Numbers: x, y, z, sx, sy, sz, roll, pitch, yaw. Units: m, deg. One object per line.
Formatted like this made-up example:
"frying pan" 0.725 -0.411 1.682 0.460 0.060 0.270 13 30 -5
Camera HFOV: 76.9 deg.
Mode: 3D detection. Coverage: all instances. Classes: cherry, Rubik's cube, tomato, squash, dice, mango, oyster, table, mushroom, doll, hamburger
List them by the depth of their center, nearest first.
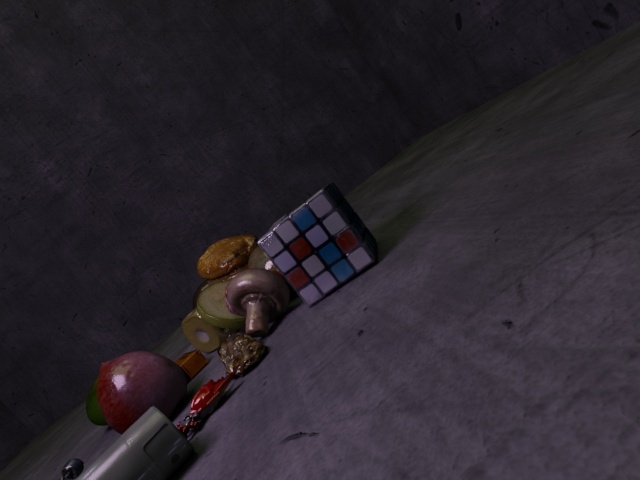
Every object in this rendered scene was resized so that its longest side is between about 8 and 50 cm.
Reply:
"table" -0.365 0.442 0.760 0.220 0.126 0.126 -42 9 -36
"doll" -0.282 0.388 0.959 0.109 0.057 0.169 -29 11 39
"cherry" -0.511 0.422 1.155 0.206 0.239 0.239 -23 14 32
"oyster" -0.251 0.327 1.174 0.129 0.078 0.345 -50 15 -22
"Rubik's cube" 0.001 0.000 1.240 0.253 0.256 0.259 -36 7 13
"mushroom" -0.205 0.196 1.281 0.209 0.206 0.206 -63 17 -20
"dice" -0.281 0.198 1.414 0.091 0.094 0.093 -5 23 -26
"tomato" -0.146 0.087 1.493 0.270 0.223 0.270 -35 6 4
"squash" -0.329 0.229 1.493 0.252 0.251 0.049 -50 -25 -58
"mango" -0.766 0.576 1.542 0.382 0.201 0.225 -45 25 31
"dice" -0.420 0.319 1.581 0.169 0.166 0.169 -32 10 33
"hamburger" -0.365 0.086 1.729 0.314 0.170 0.290 -10 34 38

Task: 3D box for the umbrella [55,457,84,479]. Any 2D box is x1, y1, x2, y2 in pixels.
"umbrella" -0.647 0.654 0.899 0.143 0.094 0.349 -17 18 10

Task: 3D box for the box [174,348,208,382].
"box" -0.516 0.490 1.396 0.152 0.070 0.237 -28 14 49

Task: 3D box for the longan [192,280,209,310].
"longan" -0.474 0.280 1.865 0.248 0.248 0.248 -36 8 6
